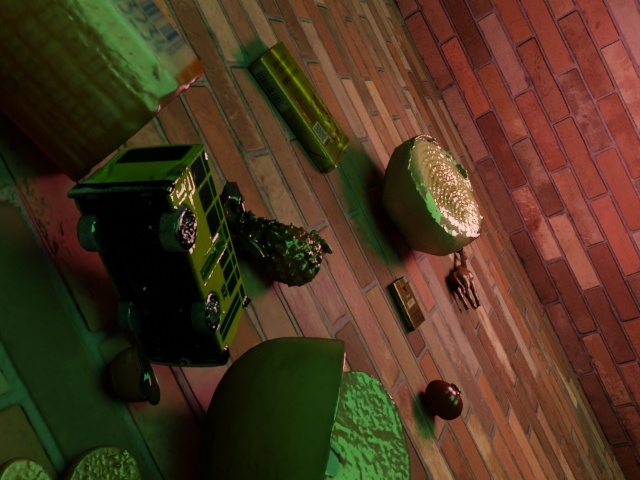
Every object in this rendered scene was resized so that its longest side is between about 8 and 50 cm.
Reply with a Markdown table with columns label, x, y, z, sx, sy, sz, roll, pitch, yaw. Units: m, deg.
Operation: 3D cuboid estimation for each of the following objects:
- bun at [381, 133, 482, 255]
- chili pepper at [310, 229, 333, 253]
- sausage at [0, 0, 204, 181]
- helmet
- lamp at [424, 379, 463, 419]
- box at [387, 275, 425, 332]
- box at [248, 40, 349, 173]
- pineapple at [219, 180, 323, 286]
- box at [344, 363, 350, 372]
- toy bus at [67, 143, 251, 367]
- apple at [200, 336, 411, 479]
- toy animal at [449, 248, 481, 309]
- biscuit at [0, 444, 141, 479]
| label | x | y | z | sx | sy | sz | roll | pitch | yaw |
| --- | --- | --- | --- | --- | --- | --- | --- | --- | --- |
| bun | 0.299 | -0.111 | 1.587 | 0.364 | 0.202 | 0.365 | 31 | 44 | -35 |
| chili pepper | 0.000 | 0.000 | 1.195 | 0.083 | 0.022 | 0.027 | 45 | 33 | -38 |
| sausage | -0.316 | -0.255 | 0.667 | 0.287 | 0.233 | 0.233 | 50 | 32 | -25 |
| helmet | -0.228 | 0.167 | 0.664 | 0.065 | 0.049 | 0.084 | -120 | -162 | -57 |
| lamp | 0.293 | 0.379 | 1.309 | 0.101 | 0.090 | 0.101 | 50 | -11 | 13 |
| box | 0.226 | 0.164 | 1.434 | 0.090 | 0.023 | 0.134 | -23 | 88 | -62 |
| box | -0.044 | -0.329 | 1.358 | 0.311 | 0.043 | 0.173 | 52 | 31 | -20 |
| pineapple | -0.105 | -0.011 | 0.957 | 0.237 | 0.119 | 0.111 | 36 | 84 | -34 |
| box | 0.064 | 0.365 | 0.990 | 0.270 | 0.043 | 0.152 | 60 | 29 | -8 |
| toy bus | -0.180 | 0.022 | 0.681 | 0.150 | 0.127 | 0.262 | -73 | 158 | -53 |
| apple | -0.031 | 0.274 | 0.717 | 0.295 | 0.233 | 0.258 | 48 | 45 | -47 |
| toy animal | 0.485 | 0.120 | 1.850 | 0.224 | 0.066 | 0.230 | 13 | 52 | -55 |
| biscuit | -0.270 | 0.290 | 0.515 | 0.166 | 0.036 | 0.250 | 62 | 33 | -6 |
